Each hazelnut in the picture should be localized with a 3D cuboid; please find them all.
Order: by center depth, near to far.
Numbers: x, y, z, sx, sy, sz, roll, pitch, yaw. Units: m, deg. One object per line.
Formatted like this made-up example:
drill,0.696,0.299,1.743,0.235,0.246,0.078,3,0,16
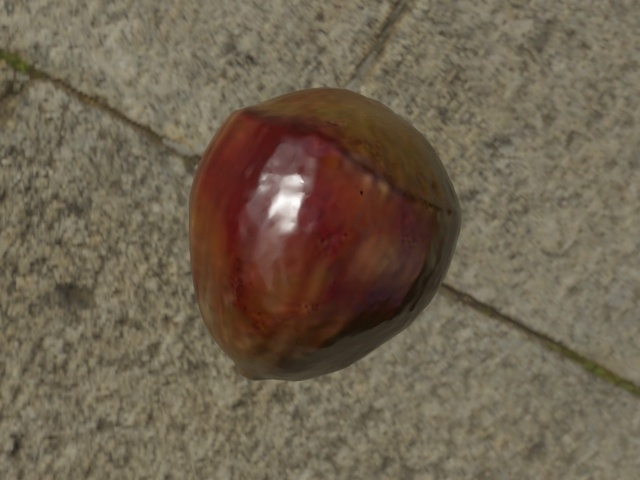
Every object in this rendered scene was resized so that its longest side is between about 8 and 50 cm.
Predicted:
hazelnut,0.000,0.000,1.591,0.352,0.421,0.421,15,109,3
